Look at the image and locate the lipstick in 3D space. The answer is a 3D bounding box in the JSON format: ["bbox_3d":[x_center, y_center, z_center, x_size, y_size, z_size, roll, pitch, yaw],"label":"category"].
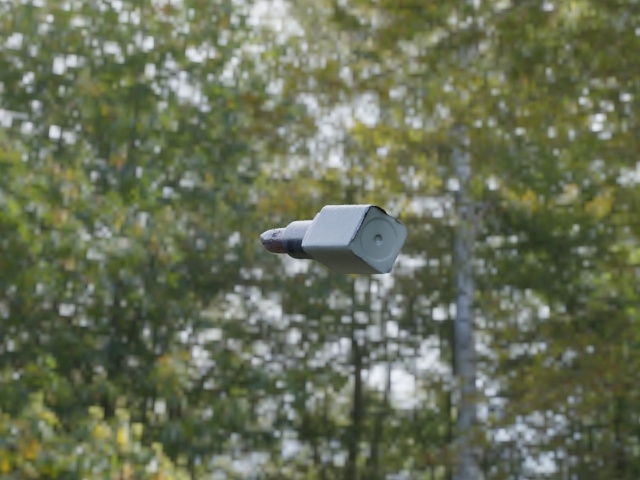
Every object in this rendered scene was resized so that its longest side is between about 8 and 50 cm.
[{"bbox_3d":[0.000,0.000,0.679,0.025,0.025,0.107,34,-16,-25],"label":"lipstick"}]
